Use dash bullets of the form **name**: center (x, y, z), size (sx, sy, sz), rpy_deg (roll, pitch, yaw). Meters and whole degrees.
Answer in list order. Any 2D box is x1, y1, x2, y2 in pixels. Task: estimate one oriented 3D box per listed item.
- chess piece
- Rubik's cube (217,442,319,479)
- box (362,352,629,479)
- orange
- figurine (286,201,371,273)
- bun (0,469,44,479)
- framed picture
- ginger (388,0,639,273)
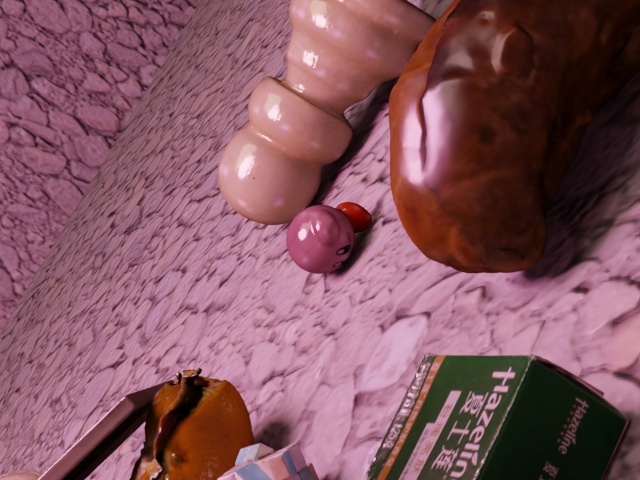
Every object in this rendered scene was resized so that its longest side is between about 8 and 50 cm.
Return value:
- **chess piece**: center (-0.013, -0.158, 1.531), size (0.299, 0.167, 0.167), rpy_deg (-58, 16, 9)
- **Rubik's cube**: center (-0.037, 0.191, 1.067), size (0.075, 0.084, 0.073), rpy_deg (-8, 53, 47)
- **box**: center (0.078, 0.167, 0.798), size (0.199, 0.081, 0.135), rpy_deg (-63, 18, -16)
- **orange**: center (-0.116, 0.199, 1.213), size (0.170, 0.112, 0.160), rpy_deg (108, 177, -47)
- **figurine**: center (0.000, 0.000, 1.335), size (0.071, 0.067, 0.083), rpy_deg (-45, -13, -48)
- **bun**: center (-0.408, 0.396, 1.592), size (0.287, 0.146, 0.287), rpy_deg (-51, 19, 24)
- **framed picture**: center (-0.261, 0.243, 1.302), size (0.289, 0.016, 0.213), rpy_deg (-44, -4, 3)
- **ginger**: center (0.151, -0.130, 0.996), size (0.172, 0.165, 0.321), rpy_deg (29, 83, 29)
